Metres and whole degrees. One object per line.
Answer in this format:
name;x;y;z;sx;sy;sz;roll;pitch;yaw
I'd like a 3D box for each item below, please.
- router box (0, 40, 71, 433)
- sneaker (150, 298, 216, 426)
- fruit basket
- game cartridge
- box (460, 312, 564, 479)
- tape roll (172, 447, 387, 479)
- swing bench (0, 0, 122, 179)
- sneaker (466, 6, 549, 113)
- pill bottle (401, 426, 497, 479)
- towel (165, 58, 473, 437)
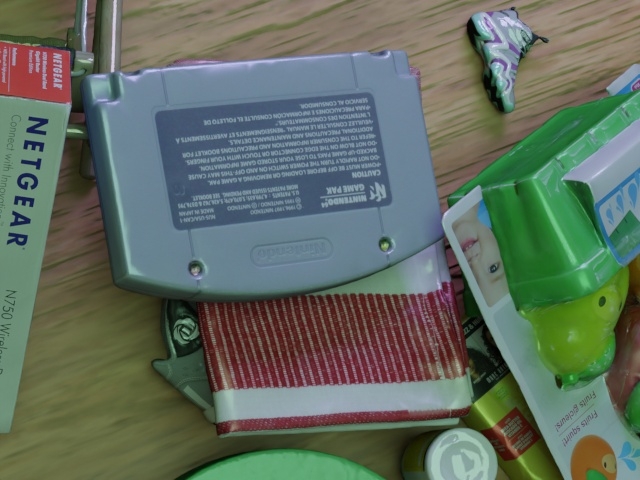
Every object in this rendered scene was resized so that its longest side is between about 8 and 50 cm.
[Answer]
router box;-0.369;-0.012;1.575;0.301;0.082;0.335;7;125;-12
sneaker;-0.066;0.039;1.747;0.132;0.086;0.229;36;77;-4
fruit basket;0.280;0.058;1.759;0.327;0.165;0.353;-35;98;-39
game cartridge;-0.043;-0.050;1.634;0.294;0.060;0.196;-7;80;-27
box;0.191;0.166;1.804;0.087;0.058;0.232;-38;93;-16
tape roll;-0.036;0.340;1.719;0.321;0.077;0.321;2;82;-13
swing bench;-0.294;-0.196;1.680;0.253;0.165;0.255;4;83;-12
sneaker;0.182;-0.171;1.856;0.069;0.038;0.098;-16;87;-14
pill bottle;0.108;0.197;1.750;0.065;0.116;0.065;2;83;-14
towel;0.000;0.000;1.702;0.237;0.037;0.329;-1;71;-23
